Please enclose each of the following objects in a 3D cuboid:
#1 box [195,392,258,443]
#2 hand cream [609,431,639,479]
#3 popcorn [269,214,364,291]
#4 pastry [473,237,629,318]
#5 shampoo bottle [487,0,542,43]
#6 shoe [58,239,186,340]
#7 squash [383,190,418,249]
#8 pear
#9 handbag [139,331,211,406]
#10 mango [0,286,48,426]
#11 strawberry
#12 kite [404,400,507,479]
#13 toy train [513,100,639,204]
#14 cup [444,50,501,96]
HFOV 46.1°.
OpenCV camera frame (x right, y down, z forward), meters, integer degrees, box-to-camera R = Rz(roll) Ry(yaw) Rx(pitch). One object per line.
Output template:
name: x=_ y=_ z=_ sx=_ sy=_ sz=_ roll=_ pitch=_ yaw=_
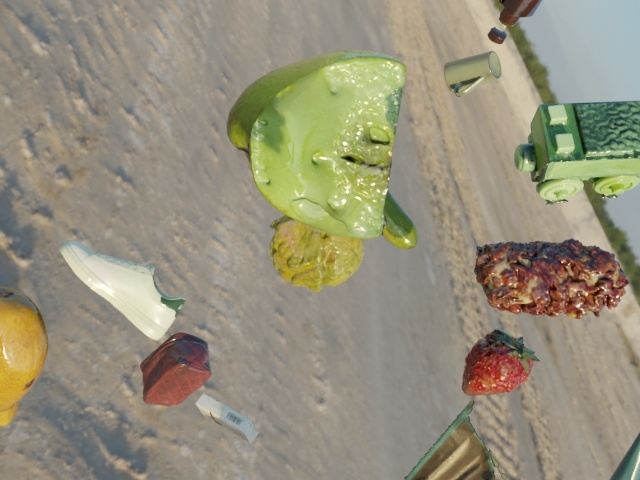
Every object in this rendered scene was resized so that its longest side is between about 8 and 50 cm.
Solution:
box: x=-0.233 y=0.443 z=1.874 sx=0.040 sy=0.154 sz=0.084 roll=-56 pitch=157 yaw=-23
hand cream: x=0.528 y=0.334 z=1.227 sx=0.048 sy=0.224 sz=0.083 roll=30 pitch=18 yaw=36
popcorn: x=0.000 y=0.000 z=1.847 sx=0.212 sy=0.259 sz=0.259 roll=24 pitch=44 yaw=-65
pastry: x=0.318 y=0.049 z=1.037 sx=0.097 sy=0.208 sz=0.115 roll=78 pitch=17 yaw=-67
shampoo bottle: x=0.352 y=-0.432 z=1.260 sx=0.068 sy=0.236 sz=0.067 roll=-15 pitch=61 yaw=-35
shoe: x=-0.380 y=0.072 z=1.467 sx=0.265 sy=0.110 sz=0.095 roll=46 pitch=-4 yaw=-12
squash: x=0.172 y=-0.051 z=1.888 sx=0.188 sy=0.095 sz=0.095 roll=54 pitch=17 yaw=10
pear: x=-0.020 y=-0.194 z=1.413 sx=0.238 sy=0.317 sz=0.343 roll=-126 pitch=-138 yaw=-68
handbag: x=-0.421 y=0.375 z=2.185 sx=0.146 sy=0.225 sz=0.135 roll=25 pitch=33 yaw=-37
mango: x=-0.547 y=0.199 z=1.247 sx=0.177 sy=0.295 sz=0.120 roll=40 pitch=32 yaw=14
strawberry: x=0.338 y=0.250 z=1.456 sx=0.131 sy=0.148 sz=0.131 roll=21 pitch=12 yaw=-5
kite: x=0.111 y=0.322 z=0.564 sx=0.014 sy=0.368 sz=0.407 roll=-16 pitch=97 yaw=-65
toy train: x=0.517 y=-0.174 z=1.445 sx=0.188 sy=0.271 sz=0.159 roll=87 pitch=1 yaw=-68
cup: x=0.251 y=-0.279 z=1.256 sx=0.075 sy=0.083 sz=0.055 roll=-42 pitch=115 yaw=-46
